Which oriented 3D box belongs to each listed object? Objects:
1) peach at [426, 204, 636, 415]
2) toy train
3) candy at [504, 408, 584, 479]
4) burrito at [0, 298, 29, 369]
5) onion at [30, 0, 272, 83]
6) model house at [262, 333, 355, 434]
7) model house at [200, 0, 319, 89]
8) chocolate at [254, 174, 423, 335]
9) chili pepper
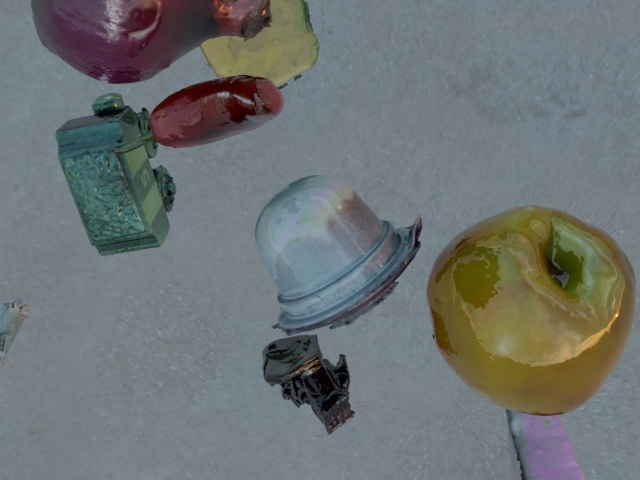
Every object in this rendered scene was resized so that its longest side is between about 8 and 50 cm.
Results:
[{"bbox_3d":[0.295,0.112,1.005,0.289,0.307,0.288,4,54,-5],"label":"peach"},{"bbox_3d":[-0.386,-0.120,1.330,0.167,0.238,0.298,-11,115,6],"label":"toy train"},{"bbox_3d":[0.433,0.452,1.364,0.116,0.265,0.155,-7,111,8],"label":"candy"},{"bbox_3d":[-0.648,0.198,1.412,0.064,0.064,0.203,-3,41,9],"label":"burrito"},{"bbox_3d":[-0.262,-0.406,1.120,0.386,0.348,0.347,11,78,-14],"label":"onion"},{"bbox_3d":[-0.016,0.259,1.226,0.141,0.203,0.164,-26,101,6],"label":"model house"},{"bbox_3d":[-0.180,-0.534,1.648,0.261,0.321,0.266,-30,54,3],"label":"model house"},{"bbox_3d":[0.004,-0.004,0.818,0.221,0.221,0.147,-28,110,3],"label":"chocolate"},{"bbox_3d":[-0.156,-0.184,0.977,0.369,0.137,0.091,-9,103,48],"label":"chili pepper"}]
